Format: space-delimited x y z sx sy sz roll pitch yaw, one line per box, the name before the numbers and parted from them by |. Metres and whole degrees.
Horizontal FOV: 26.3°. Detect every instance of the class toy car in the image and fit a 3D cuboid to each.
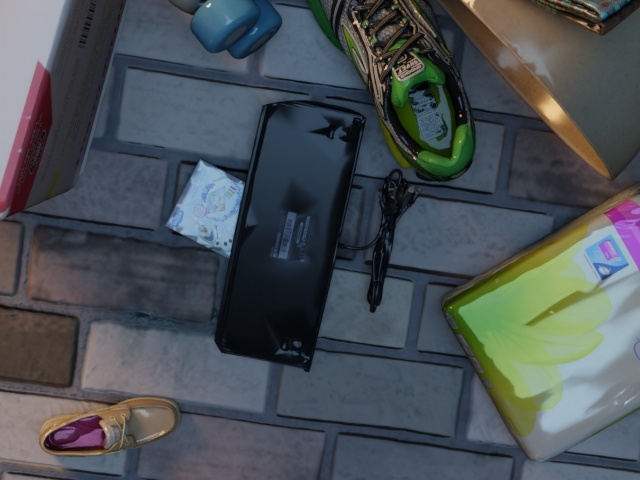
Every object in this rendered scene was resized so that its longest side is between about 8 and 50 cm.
toy car | -0.083 -0.356 1.480 0.238 0.210 0.219 -40 86 11

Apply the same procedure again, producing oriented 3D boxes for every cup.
cup | 0.285 -0.263 1.455 0.237 0.331 0.331 -43 97 7

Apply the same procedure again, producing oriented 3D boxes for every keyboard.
keyboard | 0.000 0.000 1.616 0.201 0.033 0.317 13 102 -1

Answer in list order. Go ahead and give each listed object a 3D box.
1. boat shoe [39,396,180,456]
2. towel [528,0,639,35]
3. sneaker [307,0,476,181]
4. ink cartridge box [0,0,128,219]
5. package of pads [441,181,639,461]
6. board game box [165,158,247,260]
boat shoe | -0.249 0.227 1.621 0.170 0.059 0.063 -12 97 -2
towel | 0.227 -0.344 1.338 0.271 0.370 0.040 -39 137 -17
sneaker | 0.091 -0.225 1.553 0.134 0.146 0.343 -30 96 -1
ink cartridge box | -0.320 -0.188 1.411 0.160 0.385 0.279 17 95 -2
package of pads | 0.321 0.100 1.627 0.296 0.101 0.229 -29 96 0
board game box | -0.123 -0.037 1.621 0.090 0.020 0.090 28 94 -8
